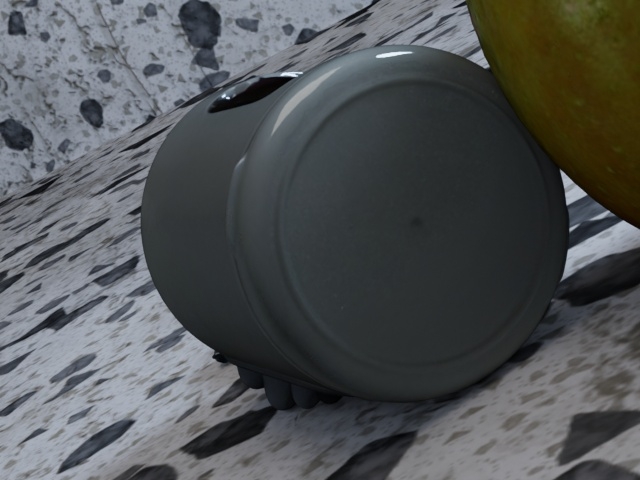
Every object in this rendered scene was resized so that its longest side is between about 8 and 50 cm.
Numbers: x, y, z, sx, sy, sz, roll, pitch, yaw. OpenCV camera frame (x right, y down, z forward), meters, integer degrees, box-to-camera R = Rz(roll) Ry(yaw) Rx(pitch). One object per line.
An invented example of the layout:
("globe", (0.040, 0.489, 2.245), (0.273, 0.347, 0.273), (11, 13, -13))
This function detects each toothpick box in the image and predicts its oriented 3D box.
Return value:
("toothpick box", (0.000, 0.000, 1.220), (0.229, 0.229, 0.316), (-33, 11, -17))

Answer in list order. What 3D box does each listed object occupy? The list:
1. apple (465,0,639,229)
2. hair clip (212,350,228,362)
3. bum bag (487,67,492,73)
("apple", (0.262, -0.185, 1.025), (0.384, 0.374, 0.374), (-28, 11, 6))
("hair clip", (-0.012, 0.039, 1.426), (0.187, 0.056, 0.146), (-21, 20, 22))
("bum bag", (0.201, -0.129, 1.598), (0.137, 0.074, 0.310), (-21, 10, -15))
